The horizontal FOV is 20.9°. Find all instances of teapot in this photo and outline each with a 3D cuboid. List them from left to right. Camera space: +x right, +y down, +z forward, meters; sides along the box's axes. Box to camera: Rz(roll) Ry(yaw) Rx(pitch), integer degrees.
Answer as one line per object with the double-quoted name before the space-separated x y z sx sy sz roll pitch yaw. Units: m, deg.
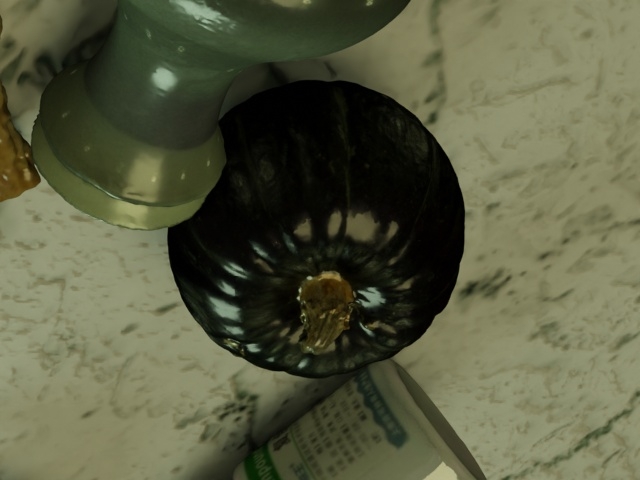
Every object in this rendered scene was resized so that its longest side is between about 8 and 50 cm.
"teapot" -0.060 -0.121 0.882 0.183 0.183 0.251 -3 143 -32

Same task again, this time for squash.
"squash" 0.000 -0.005 1.050 0.193 0.156 0.193 -6 114 -14

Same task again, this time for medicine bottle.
"medicine bottle" -0.003 0.205 1.279 0.237 0.139 0.139 -38 141 7

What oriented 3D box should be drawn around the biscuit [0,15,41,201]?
"biscuit" -0.231 -0.084 0.899 0.144 0.033 0.224 -25 141 -7
